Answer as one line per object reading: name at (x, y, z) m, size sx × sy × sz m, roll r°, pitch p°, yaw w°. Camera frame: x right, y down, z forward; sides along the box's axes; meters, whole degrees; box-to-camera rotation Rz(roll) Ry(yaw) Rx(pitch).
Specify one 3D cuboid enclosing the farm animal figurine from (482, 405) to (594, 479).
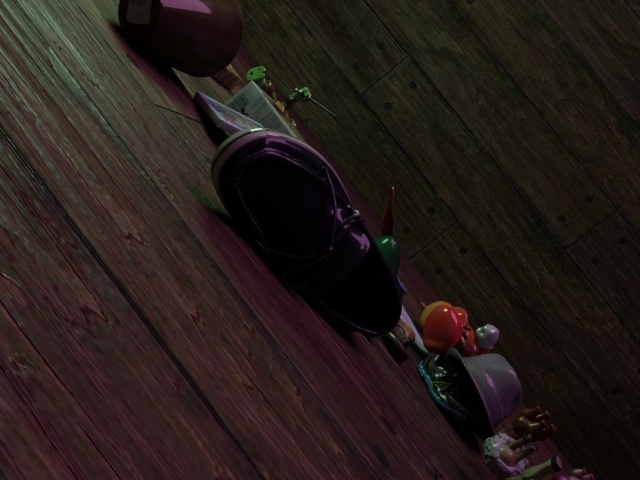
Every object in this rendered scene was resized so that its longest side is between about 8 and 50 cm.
farm animal figurine at (0.435, 0.521, 1.512) m, size 0.331 × 0.172 × 0.326 m, roll 61°, pitch 23°, yaw 12°

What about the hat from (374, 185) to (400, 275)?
hat at (0.206, 0.012, 2.043) m, size 0.208 × 0.183 × 0.173 m, roll 47°, pitch 9°, yaw -26°

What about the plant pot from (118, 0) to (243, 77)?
plant pot at (-0.313, -0.466, 1.600) m, size 0.215 × 0.215 × 0.230 m, roll 53°, pitch 23°, yaw 11°

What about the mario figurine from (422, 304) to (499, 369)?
mario figurine at (0.389, 0.288, 1.999) m, size 0.321 × 0.198 × 0.170 m, roll 59°, pitch 13°, yaw -24°

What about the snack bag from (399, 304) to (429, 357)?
snack bag at (0.165, 0.138, 2.045) m, size 0.342 × 0.037 × 0.323 m, roll 47°, pitch 10°, yaw -30°

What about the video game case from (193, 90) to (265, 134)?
video game case at (-0.177, -0.256, 1.683) m, size 0.183 × 0.023 × 0.201 m, roll 24°, pitch 16°, yaw -34°

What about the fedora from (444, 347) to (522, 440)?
fedora at (0.401, 0.354, 1.810) m, size 0.275 × 0.124 × 0.244 m, roll 93°, pitch -25°, yaw -70°

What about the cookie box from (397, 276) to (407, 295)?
cookie box at (0.213, 0.119, 2.344) m, size 0.107 × 0.040 × 0.092 m, roll 42°, pitch 13°, yaw -42°

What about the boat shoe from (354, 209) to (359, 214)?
boat shoe at (0.053, -0.013, 1.916) m, size 0.267 × 0.088 × 0.096 m, roll -83°, pitch 178°, yaw -68°

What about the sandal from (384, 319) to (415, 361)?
sandal at (0.190, 0.221, 1.752) m, size 0.090 × 0.060 × 0.219 m, roll 53°, pitch 9°, yaw 8°

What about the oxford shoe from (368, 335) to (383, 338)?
oxford shoe at (0.090, 0.127, 1.625) m, size 0.076 × 0.076 × 0.212 m, roll 106°, pitch -29°, yaw -50°

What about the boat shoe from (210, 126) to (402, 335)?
boat shoe at (0.000, 0.000, 1.302) m, size 0.500 × 0.186 × 0.156 m, roll 51°, pitch 1°, yaw -39°

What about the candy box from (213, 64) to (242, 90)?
candy box at (-0.312, -0.525, 2.241) m, size 0.109 × 0.053 × 0.186 m, roll 54°, pitch 10°, yaw 17°

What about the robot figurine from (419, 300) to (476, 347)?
robot figurine at (0.390, 0.275, 2.331) m, size 0.219 × 0.128 × 0.158 m, roll 47°, pitch 41°, yaw -26°

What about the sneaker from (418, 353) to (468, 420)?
sneaker at (0.291, 0.334, 1.749) m, size 0.067 × 0.078 × 0.188 m, roll 44°, pitch 12°, yaw -39°

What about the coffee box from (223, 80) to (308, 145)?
coffee box at (-0.104, -0.232, 1.894) m, size 0.297 × 0.118 × 0.168 m, roll 54°, pitch 8°, yaw 16°

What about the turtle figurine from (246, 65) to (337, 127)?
turtle figurine at (-0.106, -0.383, 2.250) m, size 0.266 × 0.198 × 0.275 m, roll 35°, pitch 14°, yaw -49°
